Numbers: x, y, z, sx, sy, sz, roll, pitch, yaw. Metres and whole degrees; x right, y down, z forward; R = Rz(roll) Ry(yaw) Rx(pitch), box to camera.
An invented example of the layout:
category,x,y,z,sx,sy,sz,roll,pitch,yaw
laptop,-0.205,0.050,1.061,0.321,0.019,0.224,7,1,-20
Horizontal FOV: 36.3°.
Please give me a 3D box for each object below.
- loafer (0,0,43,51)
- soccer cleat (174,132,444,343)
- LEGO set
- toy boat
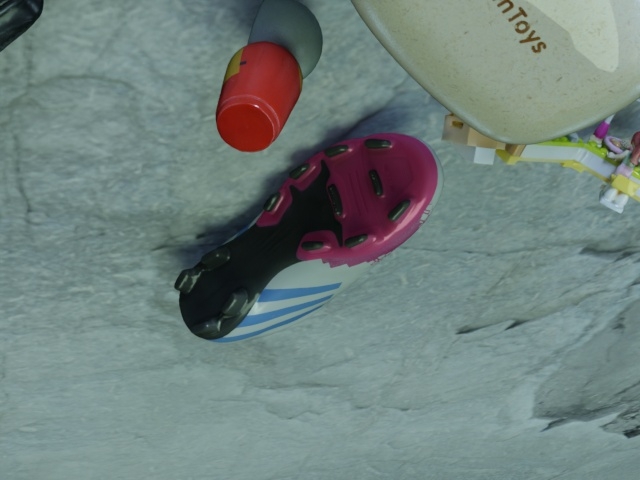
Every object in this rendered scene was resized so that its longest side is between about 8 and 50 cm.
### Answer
category,x,y,z,sx,sy,sz,roll,pitch,yaw
loafer,-0.279,-0.130,0.689,0.223,0.076,0.078,-21,151,21
soccer cleat,0.000,0.000,0.965,0.331,0.116,0.143,-32,158,30
LEGO set,0.256,-0.101,0.895,0.287,0.132,0.107,21,121,-9
toy boat,0.062,-0.168,0.652,0.318,0.148,0.267,-22,122,29
